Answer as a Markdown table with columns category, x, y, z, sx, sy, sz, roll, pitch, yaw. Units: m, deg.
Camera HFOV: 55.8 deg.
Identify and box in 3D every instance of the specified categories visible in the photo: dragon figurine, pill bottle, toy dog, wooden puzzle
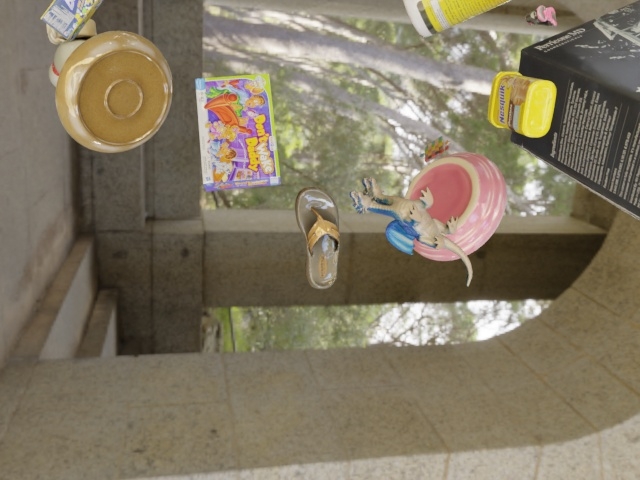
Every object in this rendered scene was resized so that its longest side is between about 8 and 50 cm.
| category | x | y | z | sx | sy | sz | roll | pitch | yaw |
| --- | --- | --- | --- | --- | --- | --- | --- | --- | --- |
| dragon figurine | 0.188 | -0.027 | 1.203 | 0.085 | 0.289 | 0.144 | -57 | -157 | -20 |
| pill bottle | 0.376 | -0.656 | 1.494 | 0.188 | 0.333 | 0.188 | 43 | 38 | -47 |
| toy dog | -0.538 | -0.416 | 1.412 | 0.333 | 0.160 | 0.220 | 44 | -50 | 52 |
| wooden puzzle | 0.252 | -0.203 | 1.340 | 0.083 | 0.006 | 0.049 | -30 | -140 | 39 |

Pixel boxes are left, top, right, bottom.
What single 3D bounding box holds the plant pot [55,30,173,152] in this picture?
| category | x | y | z | sx | sy | sz | roll | pitch | yaw |
| --- | --- | --- | --- | --- | --- | --- | --- | --- | --- |
| plant pot | -0.376 | -0.272 | 1.142 | 0.032 | 0.236 | 0.237 | 34 | -51 | 36 |

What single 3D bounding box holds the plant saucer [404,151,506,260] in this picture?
| category | x | y | z | sx | sy | sz | roll | pitch | yaw |
| --- | --- | --- | --- | --- | --- | --- | --- | --- | --- |
| plant saucer | 0.361 | -0.109 | 1.724 | 0.332 | 0.084 | 0.333 | -22 | -124 | 37 |

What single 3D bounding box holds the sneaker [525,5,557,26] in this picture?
| category | x | y | z | sx | sy | sz | roll | pitch | yaw |
| --- | --- | --- | --- | --- | --- | --- | --- | --- | --- |
| sneaker | 0.567 | -0.572 | 1.557 | 0.057 | 0.119 | 0.047 | -13 | -95 | 44 |

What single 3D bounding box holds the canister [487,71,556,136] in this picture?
| category | x | y | z | sx | sy | sz | roll | pitch | yaw |
| --- | --- | --- | --- | --- | --- | --- | --- | --- | --- |
| canister | 0.441 | -0.301 | 1.332 | 0.170 | 0.073 | 0.126 | -116 | -152 | -68 |

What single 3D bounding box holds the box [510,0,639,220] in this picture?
| category | x | y | z | sx | sy | sz | roll | pitch | yaw |
| --- | --- | --- | --- | --- | --- | --- | --- | --- | --- |
| box | 0.822 | -0.340 | 1.492 | 0.472 | 0.479 | 0.298 | 46 | -25 | 44 |

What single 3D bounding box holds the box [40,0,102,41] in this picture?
| category | x | y | z | sx | sy | sz | roll | pitch | yaw |
| --- | --- | --- | --- | --- | --- | --- | --- | --- | --- |
| box | -0.404 | -0.427 | 1.038 | 0.169 | 0.054 | 0.059 | -52 | -160 | 1 |

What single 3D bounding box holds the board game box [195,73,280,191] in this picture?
| category | x | y | z | sx | sy | sz | roll | pitch | yaw |
| --- | --- | --- | --- | --- | --- | --- | --- | --- | --- |
| board game box | -0.257 | -0.337 | 1.880 | 0.078 | 0.233 | 0.348 | 105 | -21 | -76 |

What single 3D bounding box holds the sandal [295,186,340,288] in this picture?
| category | x | y | z | sx | sy | sz | roll | pitch | yaw |
| --- | --- | --- | --- | --- | --- | --- | --- | --- | --- |
| sandal | 0.000 | 0.000 | 1.220 | 0.060 | 0.089 | 0.220 | -138 | -136 | -69 |
